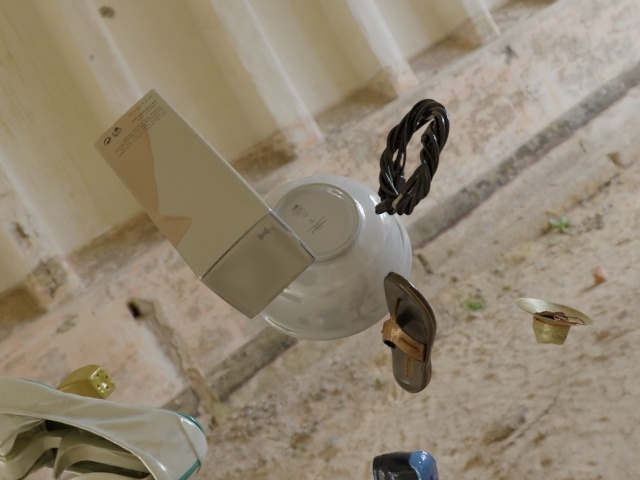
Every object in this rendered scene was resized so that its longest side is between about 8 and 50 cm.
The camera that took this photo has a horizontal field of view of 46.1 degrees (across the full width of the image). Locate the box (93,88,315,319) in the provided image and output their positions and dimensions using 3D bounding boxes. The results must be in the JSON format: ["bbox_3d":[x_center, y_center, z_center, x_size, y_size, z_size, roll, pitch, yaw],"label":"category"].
[{"bbox_3d":[-0.159,-0.054,1.007,0.121,0.311,0.148,-43,-37,-2],"label":"box"}]

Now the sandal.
[{"bbox_3d":[0.120,0.148,1.116,0.060,0.219,0.090,-30,43,-33],"label":"sandal"}]

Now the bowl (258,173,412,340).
[{"bbox_3d":[0.000,0.000,1.213,0.298,0.298,0.134,-32,-28,-11],"label":"bowl"}]

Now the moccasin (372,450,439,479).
[{"bbox_3d":[0.161,0.525,1.361,0.117,0.342,0.138,0,13,25],"label":"moccasin"}]

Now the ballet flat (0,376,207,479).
[{"bbox_3d":[-0.355,0.275,1.019,0.400,0.139,0.139,6,18,13],"label":"ballet flat"}]

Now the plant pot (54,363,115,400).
[{"bbox_3d":[-0.443,0.285,1.438,0.083,0.081,0.081,-31,11,28],"label":"plant pot"}]

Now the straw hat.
[{"bbox_3d":[0.402,0.152,1.315,0.144,0.061,0.144,9,11,-2],"label":"straw hat"}]

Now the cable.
[{"bbox_3d":[0.128,-0.123,1.051,0.184,0.047,0.150,-71,14,-14],"label":"cable"}]
